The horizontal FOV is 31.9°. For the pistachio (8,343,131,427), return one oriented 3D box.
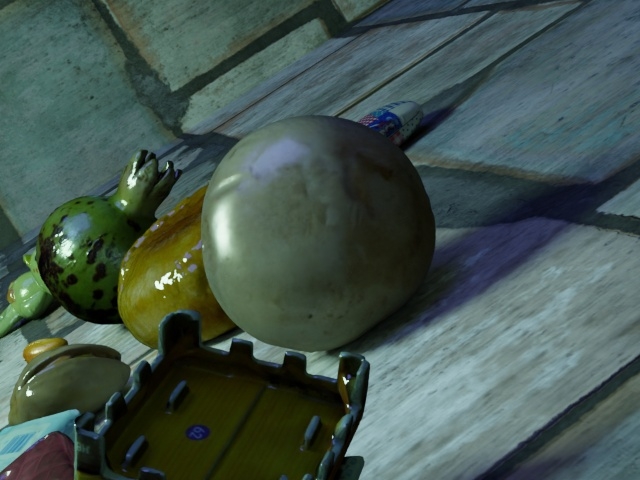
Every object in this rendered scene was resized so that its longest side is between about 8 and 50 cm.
[{"bbox_3d":[-0.365,0.214,1.614,0.185,0.124,0.124,-19,11,-20],"label":"pistachio"}]

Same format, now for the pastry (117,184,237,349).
[{"bbox_3d":[-0.169,0.025,1.717,0.356,0.164,0.356,-28,22,12],"label":"pastry"}]

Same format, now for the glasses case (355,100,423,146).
[{"bbox_3d":[0.055,-0.153,2.008,0.327,0.076,0.125,-40,19,-25],"label":"glasses case"}]

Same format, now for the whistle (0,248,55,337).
[{"bbox_3d":[-0.612,0.095,2.384,0.294,0.141,0.141,-31,16,6],"label":"whistle"}]

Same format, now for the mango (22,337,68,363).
[{"bbox_3d":[-0.492,0.197,2.007,0.089,0.046,0.060,-23,17,13],"label":"mango"}]

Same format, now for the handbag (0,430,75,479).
[{"bbox_3d":[-0.261,0.299,1.116,0.146,0.135,0.225,-35,20,-15],"label":"handbag"}]

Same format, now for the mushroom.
[{"bbox_3d":[0.000,0.000,1.397,0.292,0.292,0.290,-32,-13,-4],"label":"mushroom"}]

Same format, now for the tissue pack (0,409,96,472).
[{"bbox_3d":[-0.402,0.330,1.364,0.177,0.089,0.263,-21,21,37],"label":"tissue pack"}]

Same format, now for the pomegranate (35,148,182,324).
[{"bbox_3d":[-0.332,0.005,1.922,0.306,0.242,0.242,-38,16,2],"label":"pomegranate"}]

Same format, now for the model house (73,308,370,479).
[{"bbox_3d":[-0.078,0.203,0.912,0.198,0.215,0.224,14,31,11],"label":"model house"}]
